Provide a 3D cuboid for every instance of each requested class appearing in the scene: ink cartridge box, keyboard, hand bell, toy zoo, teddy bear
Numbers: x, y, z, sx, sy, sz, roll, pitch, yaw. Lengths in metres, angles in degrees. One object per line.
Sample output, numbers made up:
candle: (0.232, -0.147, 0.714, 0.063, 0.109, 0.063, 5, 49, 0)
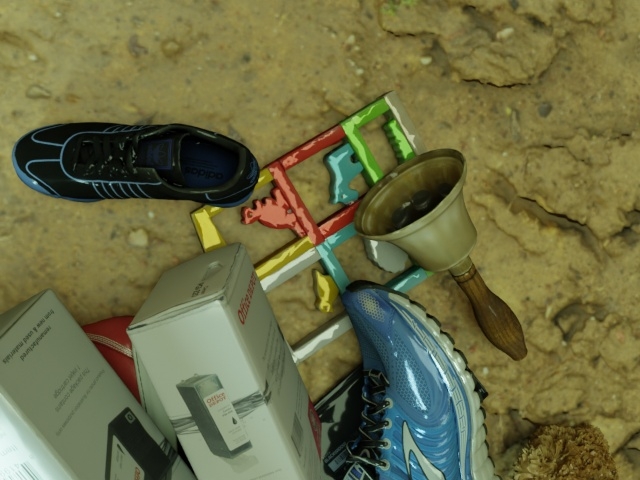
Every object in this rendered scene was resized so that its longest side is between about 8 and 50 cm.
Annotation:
ink cartridge box: (-0.077, 0.130, 0.713, 0.092, 0.158, 0.218, -18, 105, 6)
keyboard: (0.054, 0.253, 0.844, 0.317, 0.033, 0.201, -40, 96, -8)
hand bell: (0.152, 0.038, 0.800, 0.126, 0.126, 0.242, -42, 114, -9)
toy zoo: (0.000, 0.000, 0.813, 0.293, 0.030, 0.192, -32, 101, -11)
ink cartridge box: (-0.238, 0.230, 0.652, 0.223, 0.129, 0.307, -28, 106, 17)
teddy bear: (0.287, 0.381, 0.870, 0.245, 0.113, 0.338, 17, 89, -17)

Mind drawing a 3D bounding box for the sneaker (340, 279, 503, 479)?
sneaker: (0.083, 0.198, 0.768, 0.147, 0.130, 0.330, -21, 95, -12)

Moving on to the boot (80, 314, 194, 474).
boot: (-0.219, 0.195, 0.751, 0.176, 0.088, 0.244, -8, 102, 0)

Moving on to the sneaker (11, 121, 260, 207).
sneaker: (-0.172, -0.077, 0.720, 0.232, 0.090, 0.081, 3, 80, -6)
